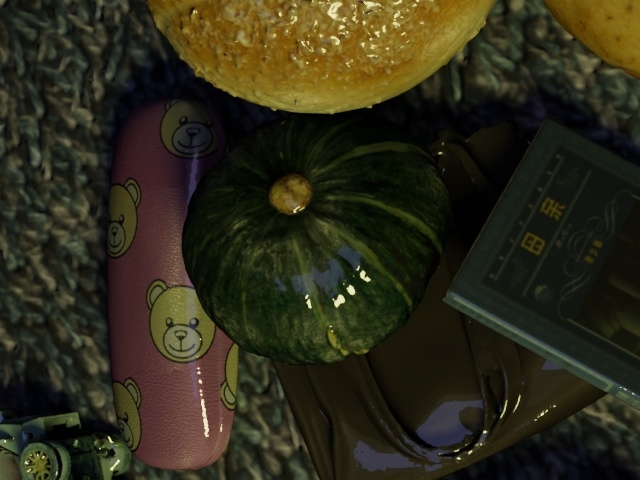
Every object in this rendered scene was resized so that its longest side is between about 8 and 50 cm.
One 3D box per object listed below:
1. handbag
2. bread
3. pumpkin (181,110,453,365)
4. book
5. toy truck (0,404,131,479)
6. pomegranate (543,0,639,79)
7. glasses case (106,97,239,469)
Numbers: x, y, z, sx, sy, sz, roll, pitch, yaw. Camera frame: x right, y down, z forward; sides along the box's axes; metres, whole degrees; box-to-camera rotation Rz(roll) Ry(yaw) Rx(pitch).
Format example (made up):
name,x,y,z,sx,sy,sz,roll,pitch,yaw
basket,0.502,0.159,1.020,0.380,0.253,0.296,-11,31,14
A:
name,x,y,z,sx,sy,sz,roll,pitch,yaw
handbag,0.089,0.060,1.521,0.285,0.113,0.257,-29,74,15
bread,0.000,-0.242,1.375,0.306,0.159,0.305,-1,85,13
pumpkin,-0.001,-0.002,1.428,0.212,0.152,0.211,-9,65,20
book,0.253,0.037,1.441,0.269,0.025,0.191,30,60,6
toy truck,-0.237,0.264,1.616,0.140,0.108,0.256,-15,84,28
pomegranate,0.276,-0.234,1.393,0.260,0.260,0.260,0,90,16
glasses case,-0.127,0.037,1.584,0.123,0.076,0.316,-1,90,44
